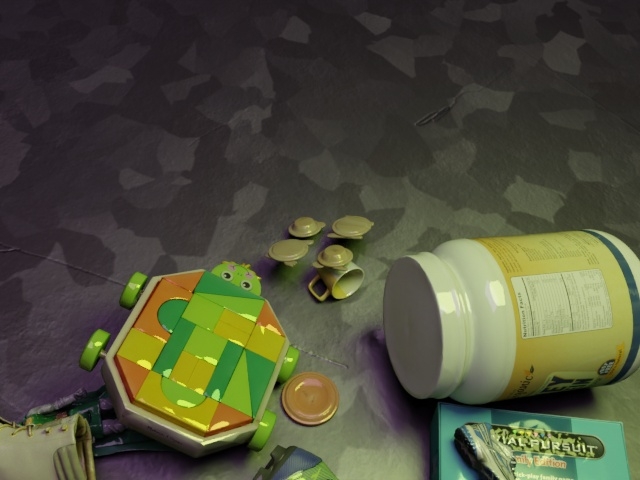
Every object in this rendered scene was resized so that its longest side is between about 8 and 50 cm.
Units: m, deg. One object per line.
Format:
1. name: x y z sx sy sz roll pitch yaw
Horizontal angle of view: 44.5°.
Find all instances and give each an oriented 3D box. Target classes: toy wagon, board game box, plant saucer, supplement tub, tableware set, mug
1. toy wagon: -0.161 0.134 1.105 0.267 0.068 0.344 27 43 -5
2. board game box: 0.268 0.384 0.985 0.254 0.079 0.336 6 50 1
3. plant saucer: -0.014 0.227 1.128 0.084 0.013 0.083 2 52 -3
4. supplement tub: 0.267 0.105 1.088 0.316 0.228 0.228 -4 53 -18
5. tableware set: 0.000 0.000 1.250 0.141 0.020 0.168 6 33 20
6. mug: 0.020 0.052 1.236 0.078 0.062 0.064 -22 50 -27

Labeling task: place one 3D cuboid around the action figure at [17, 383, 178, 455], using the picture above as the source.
1. action figure: -0.319 0.247 1.062 0.232 0.063 0.137 -13 58 -10

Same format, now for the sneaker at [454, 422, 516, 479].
1. sneaker: 0.227 0.283 0.981 0.058 0.052 0.135 -16 54 -21

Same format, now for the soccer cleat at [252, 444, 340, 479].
1. soccer cleat: -0.069 0.387 0.956 0.121 0.093 0.289 29 56 8

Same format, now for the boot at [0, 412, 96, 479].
1. boot: -0.382 0.240 0.988 0.165 0.077 0.213 -19 85 3
